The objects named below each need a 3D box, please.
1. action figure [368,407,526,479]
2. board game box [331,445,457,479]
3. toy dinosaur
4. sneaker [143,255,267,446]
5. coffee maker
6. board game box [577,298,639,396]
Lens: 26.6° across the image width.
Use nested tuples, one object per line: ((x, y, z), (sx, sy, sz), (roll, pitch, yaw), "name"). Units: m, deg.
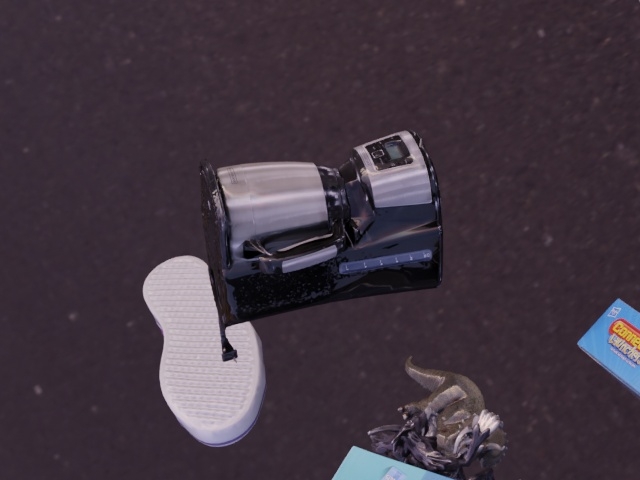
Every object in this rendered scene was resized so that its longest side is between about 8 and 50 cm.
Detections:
((0.182, 0.308, 1.958), (0.164, 0.141, 0.275), (4, 149, 45), "action figure")
((0.196, 0.420, 1.781), (0.336, 0.079, 0.254), (13, 141, 32), "board game box")
((0.224, 0.300, 2.263), (0.160, 0.313, 0.121), (-34, 120, 13), "toy dinosaur")
((-0.095, 0.144, 1.365), (0.282, 0.102, 0.161), (-113, 2, -58), "sneaker")
((0.000, 0.000, 1.073), (0.171, 0.178, 0.120), (98, 161, -58), "coffee maker")
((0.515, 0.238, 1.726), (0.308, 0.086, 0.302), (40, -178, -23), "board game box")
